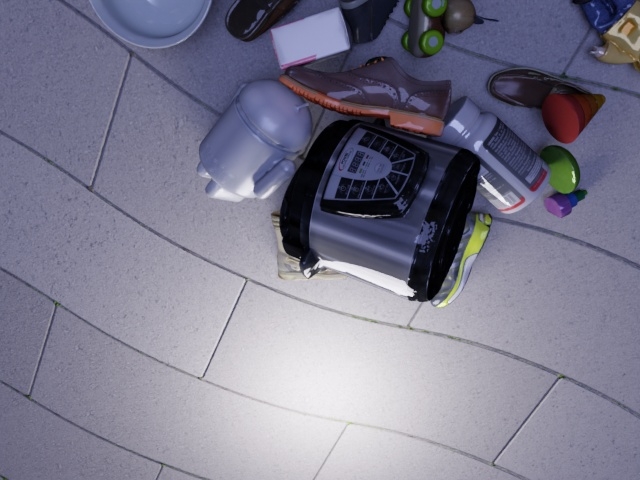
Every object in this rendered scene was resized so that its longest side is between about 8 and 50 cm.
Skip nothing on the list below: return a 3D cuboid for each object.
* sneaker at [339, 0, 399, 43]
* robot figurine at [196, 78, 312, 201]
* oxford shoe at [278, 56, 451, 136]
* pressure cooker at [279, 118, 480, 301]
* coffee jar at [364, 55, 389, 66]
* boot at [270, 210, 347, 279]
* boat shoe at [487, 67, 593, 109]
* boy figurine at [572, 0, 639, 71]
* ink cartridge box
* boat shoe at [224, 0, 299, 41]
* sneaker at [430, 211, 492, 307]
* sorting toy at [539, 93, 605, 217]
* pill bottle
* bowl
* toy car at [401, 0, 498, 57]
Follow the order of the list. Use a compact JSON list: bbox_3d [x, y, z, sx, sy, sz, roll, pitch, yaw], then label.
[{"bbox_3d":[0.152,-0.561,1.236,0.222,0.083,0.118,-30,141,-3],"label":"sneaker"},{"bbox_3d":[-0.156,-0.243,1.285,0.353,0.199,0.300,-44,63,29],"label":"robot figurine"},{"bbox_3d":[0.096,-0.325,1.118,0.363,0.130,0.133,14,102,-3],"label":"oxford shoe"},{"bbox_3d":[0.117,-0.080,1.235,0.420,0.370,0.376,21,116,22],"label":"pressure cooker"},{"bbox_3d":[0.144,-0.377,1.240,0.079,0.184,0.096,-7,111,6],"label":"coffee jar"},{"bbox_3d":[0.000,0.000,1.454,0.262,0.095,0.203,-4,110,8],"label":"boot"},{"bbox_3d":[0.537,-0.358,1.272,0.257,0.095,0.095,8,112,0],"label":"boat shoe"},{"bbox_3d":[0.707,-0.479,1.219,0.177,0.092,0.285,-42,101,15],"label":"boy figurine"},{"bbox_3d":[-0.014,-0.453,1.202,0.158,0.218,0.092,-14,105,9],"label":"ink cartridge box"},{"bbox_3d":[-0.094,-0.587,1.218,0.307,0.104,0.111,-35,97,17],"label":"boat shoe"},{"bbox_3d":[0.358,0.046,1.454,0.121,0.111,0.300,22,108,8],"label":"sneaker"},{"bbox_3d":[0.627,-0.215,1.291,0.126,0.127,0.365,-26,132,-7],"label":"sorting toy"},{"bbox_3d":[0.411,-0.212,1.304,0.283,0.161,0.161,39,109,-11],"label":"pill bottle"},{"bbox_3d":[-0.373,-0.599,1.210,0.297,0.134,0.298,1,111,3],"label":"bowl"},{"bbox_3d":[0.300,-0.497,1.212,0.188,0.155,0.149,-3,112,-9],"label":"toy car"}]
